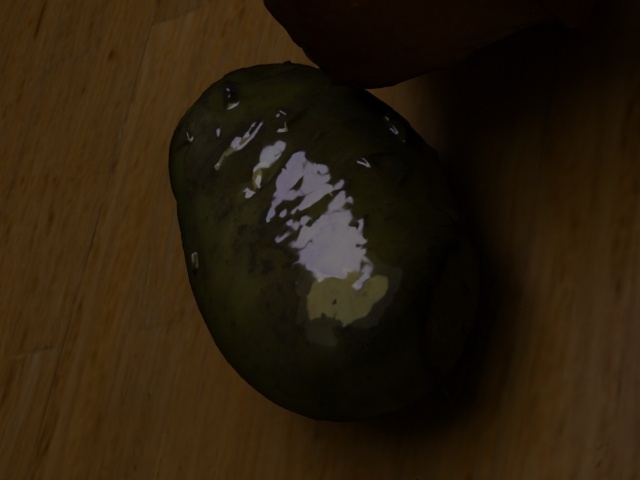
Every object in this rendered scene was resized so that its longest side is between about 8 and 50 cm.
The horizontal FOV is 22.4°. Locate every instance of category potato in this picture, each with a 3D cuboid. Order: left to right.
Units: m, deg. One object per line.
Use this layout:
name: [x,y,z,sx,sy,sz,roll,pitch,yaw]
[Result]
potato: [0.000,0.000,0.829,0.149,0.113,0.251,-43,48,6]

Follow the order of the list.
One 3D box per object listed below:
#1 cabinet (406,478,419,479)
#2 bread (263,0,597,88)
cabinet: [0.006,0.216,0.635,0.145,0.150,0.206,-14,54,42]
bread: [0.021,-0.222,0.798,0.172,0.312,0.312,-28,45,12]
